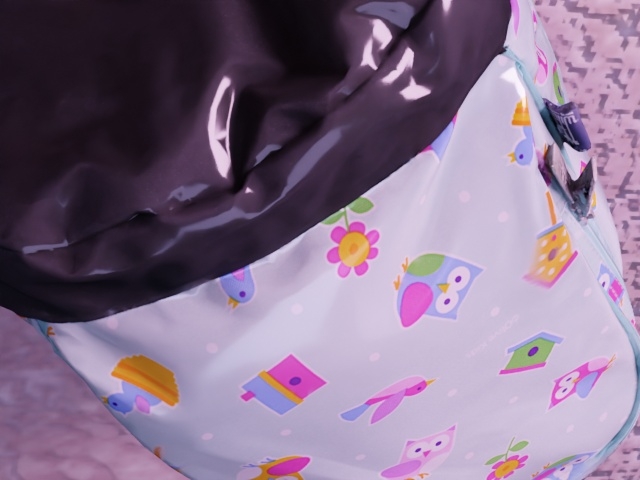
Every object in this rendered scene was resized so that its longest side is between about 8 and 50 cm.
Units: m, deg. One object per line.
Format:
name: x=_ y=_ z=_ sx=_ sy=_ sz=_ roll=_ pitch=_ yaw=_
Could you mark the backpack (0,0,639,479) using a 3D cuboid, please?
backpack: x=0.000 y=0.000 z=0.451 sx=0.152 sy=0.115 sz=0.182 roll=-25 pitch=144 yaw=10
